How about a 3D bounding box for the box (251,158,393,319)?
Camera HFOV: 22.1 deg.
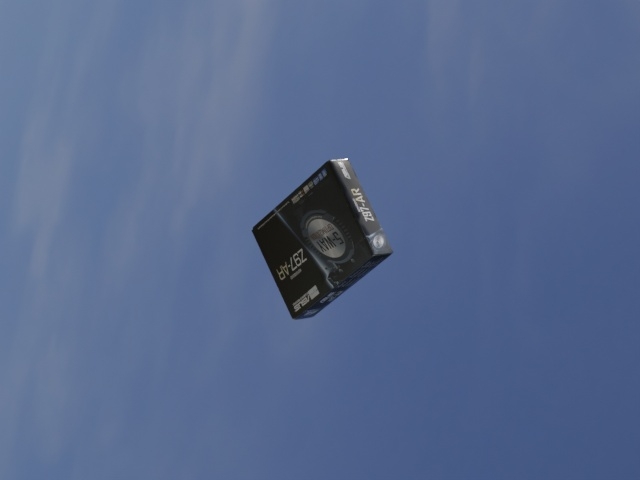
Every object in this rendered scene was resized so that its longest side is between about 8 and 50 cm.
[{"bbox_3d":[0.000,0.000,0.996,0.083,0.018,0.067,-39,-112,40],"label":"box"}]
